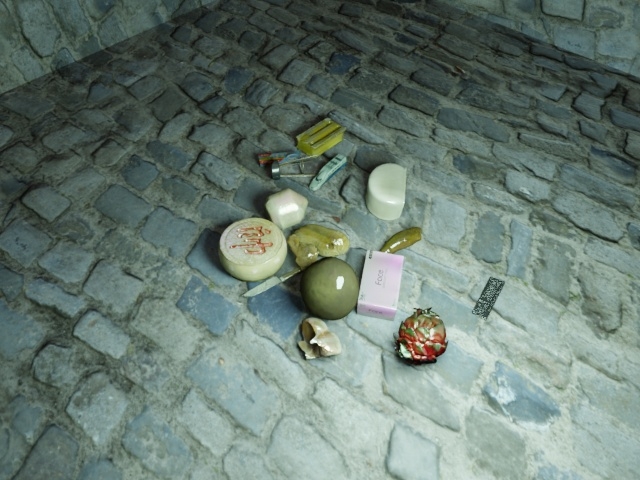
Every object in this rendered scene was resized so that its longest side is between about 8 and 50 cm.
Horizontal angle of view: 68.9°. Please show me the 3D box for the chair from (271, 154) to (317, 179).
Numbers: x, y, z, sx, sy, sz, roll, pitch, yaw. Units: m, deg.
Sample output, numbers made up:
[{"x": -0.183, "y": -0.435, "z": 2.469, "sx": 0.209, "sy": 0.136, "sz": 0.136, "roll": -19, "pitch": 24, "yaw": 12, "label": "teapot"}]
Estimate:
[{"x": -0.127, "y": -0.341, "z": 2.158, "sx": 0.222, "sy": 0.104, "sz": 0.095, "roll": -11, "pitch": 27, "yaw": -14, "label": "chair"}]

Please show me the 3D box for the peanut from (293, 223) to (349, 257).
[{"x": 0.000, "y": 0.000, "z": 1.875, "sx": 0.237, "sy": 0.120, "sz": 0.110, "roll": 12, "pitch": 19, "yaw": 17, "label": "peanut"}]

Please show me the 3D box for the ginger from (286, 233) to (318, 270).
[{"x": -0.066, "y": 0.037, "z": 1.828, "sx": 0.096, "sy": 0.067, "sz": 0.165, "roll": -33, "pitch": 73, "yaw": 11, "label": "ginger"}]

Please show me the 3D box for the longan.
[{"x": 0.035, "y": 0.164, "z": 1.660, "sx": 0.215, "sy": 0.245, "sz": 0.246, "roll": -15, "pitch": 50, "yaw": -37, "label": "longan"}]

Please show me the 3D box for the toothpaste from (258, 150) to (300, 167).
[{"x": -0.193, "y": -0.392, "z": 2.205, "sx": 0.194, "sy": 0.070, "sz": 0.044, "roll": -6, "pitch": 54, "yaw": -4, "label": "toothpaste"}]

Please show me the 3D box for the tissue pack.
[{"x": 0.228, "y": 0.164, "z": 1.751, "sx": 0.149, "sy": 0.092, "sz": 0.246, "roll": 10, "pitch": 52, "yaw": 7, "label": "tissue pack"}]

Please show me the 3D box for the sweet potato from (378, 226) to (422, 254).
[{"x": 0.317, "y": 0.008, "z": 1.885, "sx": 0.244, "sy": 0.077, "sz": 0.077, "roll": -26, "pitch": 56, "yaw": -20, "label": "sweet potato"}]

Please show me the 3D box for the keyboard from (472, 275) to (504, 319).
[{"x": 0.634, "y": 0.214, "z": 1.757, "sx": 0.060, "sy": 0.018, "sz": 0.195, "roll": 25, "pitch": 56, "yaw": 22, "label": "keyboard"}]

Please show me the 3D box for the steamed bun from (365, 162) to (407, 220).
[{"x": 0.279, "y": -0.214, "z": 2.012, "sx": 0.164, "sy": 0.146, "sz": 0.241, "roll": 8, "pitch": 54, "yaw": 3, "label": "steamed bun"}]

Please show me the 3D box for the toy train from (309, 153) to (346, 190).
[{"x": 0.030, "y": -0.313, "z": 2.154, "sx": 0.052, "sy": 0.051, "sz": 0.234, "roll": 31, "pitch": 58, "yaw": 27, "label": "toy train"}]

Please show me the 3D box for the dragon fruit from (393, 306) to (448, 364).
[{"x": 0.342, "y": 0.327, "z": 1.577, "sx": 0.182, "sy": 0.182, "sz": 0.188, "roll": 37, "pitch": 101, "yaw": 25, "label": "dragon fruit"}]

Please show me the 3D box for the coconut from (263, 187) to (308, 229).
[{"x": -0.140, "y": -0.139, "z": 1.952, "sx": 0.183, "sy": 0.170, "sz": 0.170, "roll": -25, "pitch": 56, "yaw": -15, "label": "coconut"}]

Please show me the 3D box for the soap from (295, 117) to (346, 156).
[{"x": 0.003, "y": -0.504, "z": 2.289, "sx": 0.135, "sy": 0.076, "sz": 0.233, "roll": 36, "pitch": 60, "yaw": 26, "label": "soap"}]

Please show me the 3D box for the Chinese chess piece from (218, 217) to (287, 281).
[{"x": -0.268, "y": 0.035, "z": 1.847, "sx": 0.270, "sy": 0.112, "sz": 0.269, "roll": 0, "pitch": 51, "yaw": 0, "label": "Chinese chess piece"}]

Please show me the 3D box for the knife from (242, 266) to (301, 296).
[{"x": -0.170, "y": 0.153, "z": 1.811, "sx": 0.298, "sy": 0.017, "sz": 0.047, "roll": -28, "pitch": 51, "yaw": -20, "label": "knife"}]

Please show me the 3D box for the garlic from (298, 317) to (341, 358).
[{"x": -0.005, "y": 0.338, "z": 1.619, "sx": 0.124, "sy": 0.099, "sz": 0.174, "roll": -14, "pitch": 51, "yaw": -29, "label": "garlic"}]
